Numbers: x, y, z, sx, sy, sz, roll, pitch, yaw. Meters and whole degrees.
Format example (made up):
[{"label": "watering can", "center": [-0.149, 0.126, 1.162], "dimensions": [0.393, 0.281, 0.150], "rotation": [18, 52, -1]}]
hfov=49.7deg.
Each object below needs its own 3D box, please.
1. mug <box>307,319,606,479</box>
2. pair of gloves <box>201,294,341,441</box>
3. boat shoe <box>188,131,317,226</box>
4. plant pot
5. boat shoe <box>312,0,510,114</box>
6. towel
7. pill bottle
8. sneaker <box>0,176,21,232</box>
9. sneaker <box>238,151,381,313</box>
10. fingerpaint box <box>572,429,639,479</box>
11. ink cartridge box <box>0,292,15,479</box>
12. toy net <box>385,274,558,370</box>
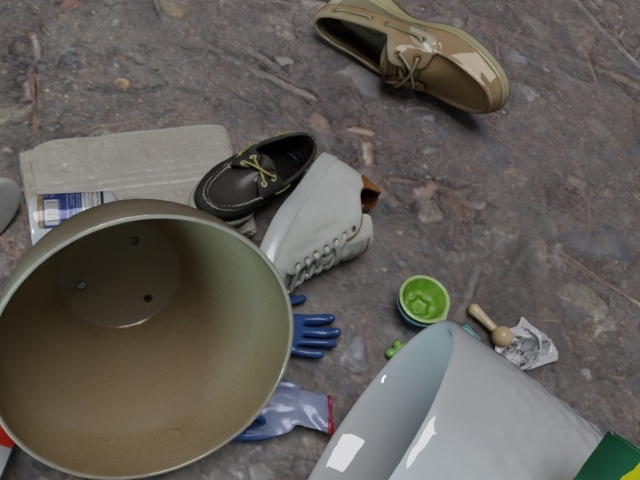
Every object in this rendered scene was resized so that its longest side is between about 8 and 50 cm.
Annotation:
[{"label": "mug", "center": [0.147, 0.317, 0.629], "dimensions": [0.328, 0.276, 0.374], "rotation": [36, 70, -1]}, {"label": "pair of gloves", "center": [-0.056, 0.147, 0.826], "dimensions": [0.159, 0.023, 0.198], "rotation": [8, 52, -6]}, {"label": "boat shoe", "center": [-0.082, -0.088, 0.898], "dimensions": [0.081, 0.069, 0.228], "rotation": [48, 38, 1]}, {"label": "plant pot", "center": [-0.193, 0.073, 0.723], "dimensions": [0.284, 0.284, 0.191], "rotation": [-12, 27, -20]}, {"label": "boat shoe", "center": [0.138, -0.289, 1.103], "dimensions": [0.341, 0.121, 0.110], "rotation": [36, 61, 23]}, {"label": "towel", "center": [-0.237, -0.059, 0.902], "dimensions": [0.282, 0.049, 0.187], "rotation": [-9, 62, -20]}, {"label": "pill bottle", "center": [-0.270, -0.023, 0.800], "dimensions": [0.120, 0.067, 0.067], "rotation": [-4, 59, -17]}, {"label": "sneaker", "center": [-0.459, -0.016, 0.809], "dimensions": [0.094, 0.080, 0.212], "rotation": [30, 57, 21]}, {"label": "sneaker", "center": [0.000, 0.000, 0.877], "dimensions": [0.123, 0.106, 0.290], "rotation": [27, 51, 4]}, {"label": "fingerpaint box", "center": [0.283, 0.413, 0.464], "dimensions": [0.445, 0.163, 0.371], "rotation": [37, 90, -16]}, {"label": "ink cartridge box", "center": [-0.442, 0.174, 0.626], "dimensions": [0.308, 0.091, 0.385], "rotation": [25, 56, -17]}, {"label": "toy net", "center": [0.204, 0.127, 0.887], "dimensions": [0.232, 0.045, 0.122], "rotation": [14, 56, -4]}]
